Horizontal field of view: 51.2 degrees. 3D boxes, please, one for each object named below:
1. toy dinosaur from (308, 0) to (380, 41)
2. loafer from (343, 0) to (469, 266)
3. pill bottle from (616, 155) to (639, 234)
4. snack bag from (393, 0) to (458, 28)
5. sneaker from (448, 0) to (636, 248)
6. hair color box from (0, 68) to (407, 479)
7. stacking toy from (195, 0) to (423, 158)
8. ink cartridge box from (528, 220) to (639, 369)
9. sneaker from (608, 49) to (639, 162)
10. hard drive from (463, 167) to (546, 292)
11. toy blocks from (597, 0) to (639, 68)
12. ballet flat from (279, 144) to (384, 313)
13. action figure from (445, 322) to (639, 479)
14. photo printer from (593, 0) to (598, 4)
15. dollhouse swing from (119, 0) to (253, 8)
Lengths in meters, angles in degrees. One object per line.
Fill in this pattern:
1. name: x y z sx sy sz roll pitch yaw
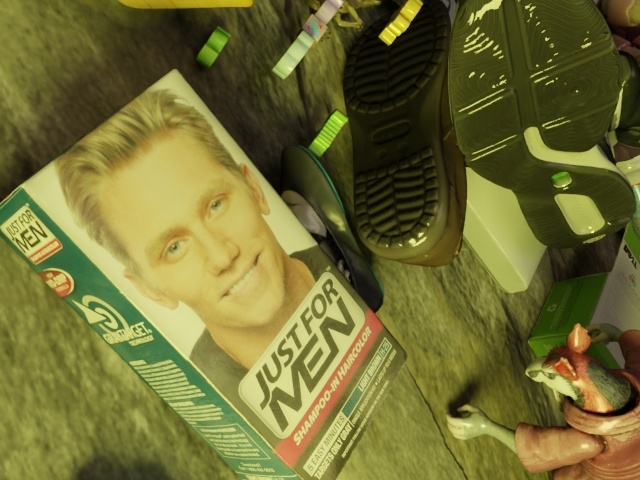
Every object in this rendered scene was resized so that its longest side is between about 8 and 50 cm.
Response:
1. toy dinosaur: 0.000 -0.293 0.800 0.183 0.053 0.092 11 55 -41
2. loafer: 0.106 -0.124 0.784 0.130 0.134 0.365 42 47 -48
3. pill bottle: 0.552 -0.076 1.152 0.087 0.087 0.160 -24 94 -40
4. snack bag: 0.121 -0.454 0.933 0.343 0.037 0.323 11 69 -43
5. sneaker: 0.236 -0.193 0.788 0.447 0.169 0.257 45 30 -50
6. hair color box: -0.089 0.048 0.588 0.347 0.105 0.174 50 52 -16
7. stacking toy: -0.008 -0.224 0.715 0.167 0.052 0.221 36 73 -13
8. ink cartridge box: 0.436 0.121 1.001 0.189 0.097 0.255 51 51 -16
9. sneaker: 0.445 -0.197 0.935 0.283 0.124 0.107 31 45 -66
10. hard drive: 0.284 -0.128 0.977 0.233 0.047 0.353 51 52 -17
11. toy blocks: 0.629 -0.389 1.245 0.289 0.260 0.309 -39 131 -10
12. ballet flat: 0.000 0.000 0.697 0.074 0.074 0.203 -38 105 -39
13. action figure: 0.332 0.241 0.753 0.248 0.276 0.370 -40 128 -4
14. photo printer: 0.393 -0.511 1.109 0.256 0.107 0.307 52 54 -29
15. dollhouse swing: -0.257 -0.394 0.587 0.315 0.305 0.346 31 51 -74
